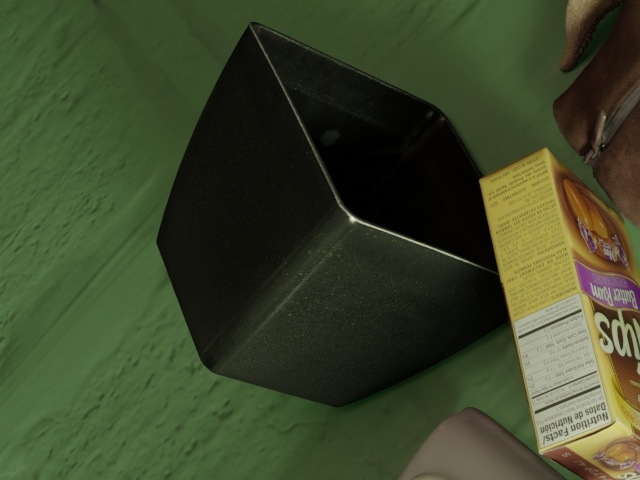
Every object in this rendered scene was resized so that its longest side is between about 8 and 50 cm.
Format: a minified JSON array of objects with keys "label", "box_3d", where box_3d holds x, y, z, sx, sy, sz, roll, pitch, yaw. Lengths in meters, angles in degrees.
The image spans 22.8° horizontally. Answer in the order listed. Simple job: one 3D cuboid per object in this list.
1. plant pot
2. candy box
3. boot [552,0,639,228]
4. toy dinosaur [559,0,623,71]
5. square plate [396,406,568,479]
[{"label":"plant pot","box_3d":[0.000,0.000,1.043,0.167,0.187,0.188,-47,46,24]},{"label":"candy box","box_3d":[0.156,0.050,0.930,0.053,0.109,0.187,-26,53,26]},{"label":"boot","box_3d":[0.256,-0.080,0.939,0.207,0.090,0.248,-59,44,32]},{"label":"toy dinosaur","box_3d":[0.232,-0.255,1.037,0.200,0.127,0.296,13,86,17]},{"label":"square plate","box_3d":[0.049,0.277,0.850,0.344,0.049,0.347,-56,24,0]}]
